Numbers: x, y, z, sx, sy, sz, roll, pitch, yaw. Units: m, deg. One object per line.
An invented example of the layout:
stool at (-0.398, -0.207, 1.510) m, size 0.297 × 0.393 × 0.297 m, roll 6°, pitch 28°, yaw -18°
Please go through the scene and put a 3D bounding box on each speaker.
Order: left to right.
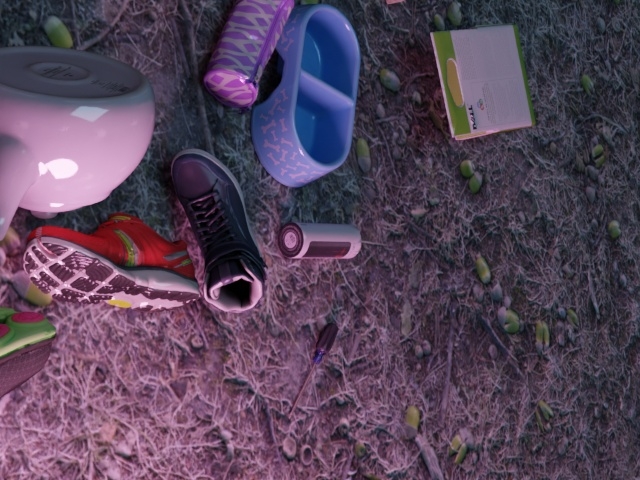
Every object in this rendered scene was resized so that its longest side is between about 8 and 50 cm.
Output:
speaker at (0.000, 0.000, 2.111) m, size 0.136 × 0.055 × 0.055 m, roll 2°, pitch 81°, yaw -49°

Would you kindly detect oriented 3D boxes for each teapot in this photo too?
teapot at (-0.320, -0.117, 1.674) m, size 0.256 × 0.252 × 0.187 m, roll -5°, pitch 117°, yaw -31°

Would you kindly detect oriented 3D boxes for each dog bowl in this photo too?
dog bowl at (-0.015, -0.230, 2.128) m, size 0.166 × 0.074 × 0.297 m, roll 26°, pitch 63°, yaw -43°

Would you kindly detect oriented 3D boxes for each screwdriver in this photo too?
screwdriver at (-0.015, 0.194, 2.086) m, size 0.024 × 0.025 × 0.170 m, roll 48°, pitch 59°, yaw -32°

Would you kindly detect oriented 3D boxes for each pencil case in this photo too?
pencil case at (-0.102, -0.290, 2.032) m, size 0.086 × 0.088 × 0.206 m, roll 42°, pitch 52°, yaw -37°

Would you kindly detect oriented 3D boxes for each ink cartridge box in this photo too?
ink cartridge box at (0.253, -0.272, 2.424) m, size 0.255 × 0.097 × 0.188 m, roll -13°, pitch 92°, yaw -47°

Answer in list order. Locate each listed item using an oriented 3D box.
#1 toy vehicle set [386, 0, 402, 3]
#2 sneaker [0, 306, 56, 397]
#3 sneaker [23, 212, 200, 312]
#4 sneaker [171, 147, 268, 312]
toy vehicle set at (0.126, -0.557, 2.362) m, size 0.166 × 0.035 × 0.267 m, roll -42°, pitch 120°, yaw -44°
sneaker at (-0.462, 0.238, 1.482) m, size 0.483 × 0.185 × 0.202 m, roll -47°, pitch 134°, yaw -39°
sneaker at (-0.272, 0.017, 1.787) m, size 0.279 × 0.107 × 0.118 m, roll 20°, pitch 52°, yaw -50°
sneaker at (-0.138, -0.008, 1.883) m, size 0.163 × 0.086 × 0.226 m, roll -89°, pitch 154°, yaw -70°
